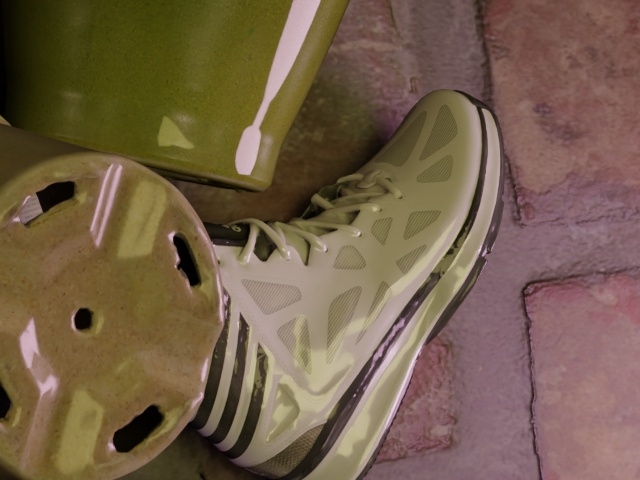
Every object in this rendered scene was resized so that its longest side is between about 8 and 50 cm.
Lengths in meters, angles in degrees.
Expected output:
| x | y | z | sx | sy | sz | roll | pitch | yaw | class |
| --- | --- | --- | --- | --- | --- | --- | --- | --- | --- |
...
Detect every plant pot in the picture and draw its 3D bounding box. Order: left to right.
| x | y | z | sx | sy | sz | roll | pitch | yaw | class |
| --- | --- | --- | --- | --- | --- | --- | --- | --- | --- |
| -0.242 | 0.044 | 1.295 | 0.333 | 0.305 | 0.334 | -4 | 96 | -41 | plant pot |
| -0.124 | -0.231 | 1.554 | 0.366 | 0.366 | 0.353 | 12 | 88 | -34 | plant pot |

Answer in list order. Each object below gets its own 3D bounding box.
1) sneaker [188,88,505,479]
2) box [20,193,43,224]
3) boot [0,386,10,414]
| x | y | z | sx | sy | sz | roll | pitch | yaw | class |
| --- | --- | --- | --- | --- | --- | --- | --- | --- | --- |
| 0.000 | 0.000 | 1.695 | 0.257 | 0.169 | 0.448 | 37 | 67 | -28 | sneaker |
| -0.316 | 0.015 | 1.532 | 0.324 | 0.063 | 0.067 | -22 | 98 | -35 | box |
| -0.314 | 0.139 | 1.509 | 0.236 | 0.085 | 0.179 | 48 | 56 | -24 | boot |
